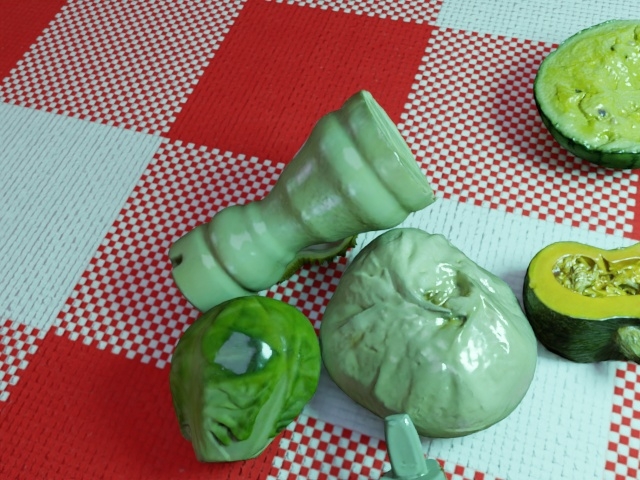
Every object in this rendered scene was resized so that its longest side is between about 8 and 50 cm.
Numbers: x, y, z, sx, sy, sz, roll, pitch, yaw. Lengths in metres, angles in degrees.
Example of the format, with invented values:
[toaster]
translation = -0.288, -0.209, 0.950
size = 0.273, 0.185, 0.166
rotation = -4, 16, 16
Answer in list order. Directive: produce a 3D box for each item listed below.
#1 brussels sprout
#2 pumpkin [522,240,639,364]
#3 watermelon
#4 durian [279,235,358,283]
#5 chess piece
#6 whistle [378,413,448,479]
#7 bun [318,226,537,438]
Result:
[brussels sprout]
translation = -0.127, 0.221, 1.009
size = 0.210, 0.219, 0.272
rotation = -3, 72, 56
[pumpkin]
translation = 0.496, 0.114, 1.047
size = 0.316, 0.139, 0.222
rotation = 1, 55, 6
[watermelon]
translation = 0.590, -0.254, 1.244
size = 0.330, 0.189, 0.331
rotation = -13, 53, 18
[durian]
translation = -0.002, -0.002, 1.221
size = 0.140, 0.078, 0.224
rotation = 42, 93, 16
[chess piece]
translation = -0.045, -0.043, 1.083
size = 0.442, 0.234, 0.234
rotation = -33, 57, 15
[whistle]
translation = 0.138, 0.375, 0.916
size = 0.101, 0.106, 0.254
rotation = -16, 92, -9
[bun]
translation = 0.170, 0.135, 1.027
size = 0.360, 0.213, 0.361
rotation = -3, 56, 4
